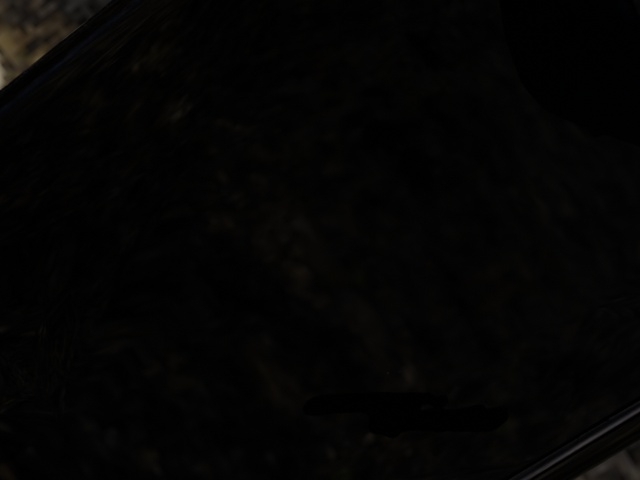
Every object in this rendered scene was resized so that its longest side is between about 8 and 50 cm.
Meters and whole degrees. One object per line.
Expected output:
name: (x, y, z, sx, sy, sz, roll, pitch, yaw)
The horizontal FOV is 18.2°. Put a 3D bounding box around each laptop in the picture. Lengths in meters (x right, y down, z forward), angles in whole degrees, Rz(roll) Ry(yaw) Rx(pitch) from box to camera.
laptop: (0.000, 0.000, 0.761, 0.236, 0.382, 0.408, 52, 23, -8)
